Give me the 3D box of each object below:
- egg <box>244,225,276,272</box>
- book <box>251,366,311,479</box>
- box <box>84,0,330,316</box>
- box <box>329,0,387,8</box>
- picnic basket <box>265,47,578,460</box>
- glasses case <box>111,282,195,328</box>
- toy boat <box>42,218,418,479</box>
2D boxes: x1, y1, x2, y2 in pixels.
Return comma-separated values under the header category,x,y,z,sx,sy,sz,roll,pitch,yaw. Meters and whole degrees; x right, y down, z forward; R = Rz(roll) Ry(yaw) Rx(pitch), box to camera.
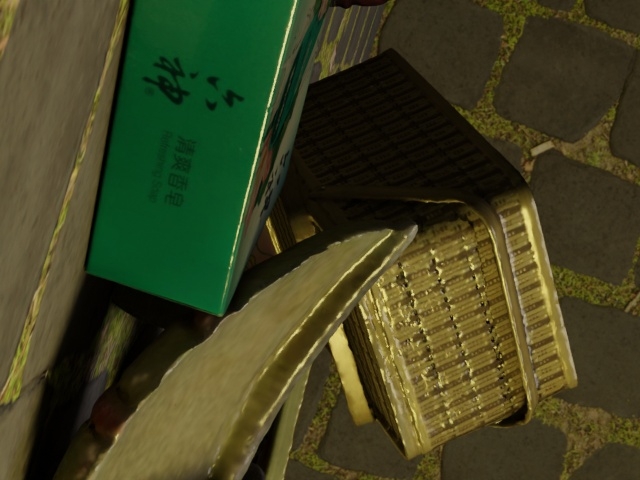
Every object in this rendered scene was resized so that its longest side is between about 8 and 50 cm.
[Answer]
category,x,y,z,sx,sy,sz,roll,pitch,yaw
egg,0.000,0.000,1.798,0.271,0.196,0.196,91,17,-81
book,-0.080,0.182,1.449,0.295,0.020,0.208,140,-33,-60
box,-0.057,-0.098,1.037,0.153,0.092,0.245,-69,175,-50
box,0.064,-0.389,1.463,0.263,0.108,0.404,-59,166,-78
picnic basket,0.059,0.010,1.479,0.313,0.175,0.228,-127,-164,-56
glasses case,-0.102,0.044,1.287,0.205,0.070,0.047,85,27,-85
toy boat,-0.088,0.118,1.151,0.276,0.111,0.293,-22,141,-54
